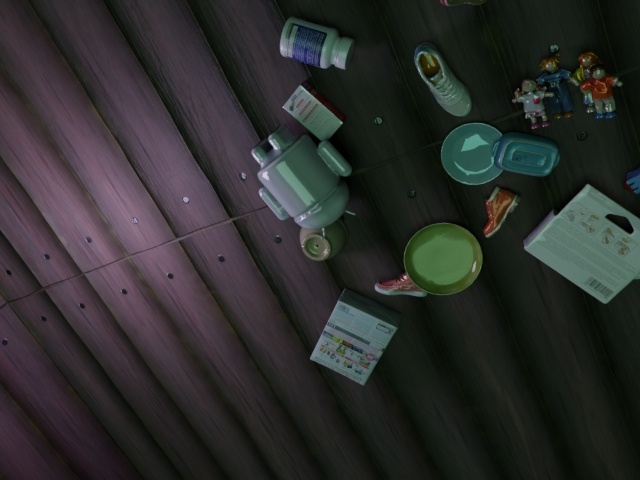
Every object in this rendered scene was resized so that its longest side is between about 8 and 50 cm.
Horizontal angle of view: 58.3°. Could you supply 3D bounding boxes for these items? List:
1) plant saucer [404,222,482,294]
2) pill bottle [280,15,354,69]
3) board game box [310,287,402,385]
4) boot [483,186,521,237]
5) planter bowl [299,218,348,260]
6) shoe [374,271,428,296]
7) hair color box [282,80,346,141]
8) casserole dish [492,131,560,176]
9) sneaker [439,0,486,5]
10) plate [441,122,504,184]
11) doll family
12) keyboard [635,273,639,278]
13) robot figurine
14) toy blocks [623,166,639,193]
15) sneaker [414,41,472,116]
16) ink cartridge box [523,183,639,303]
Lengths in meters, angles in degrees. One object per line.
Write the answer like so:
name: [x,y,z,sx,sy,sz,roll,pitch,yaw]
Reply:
plant saucer: [0.384,0.055,1.808,0.241,0.037,0.240,3,109,7]
pill bottle: [-0.007,-0.538,1.580,0.187,0.112,0.111,19,122,7]
board game box: [0.122,0.345,2.044,0.224,0.097,0.303,26,121,3]
boot: [0.515,-0.085,1.704,0.085,0.059,0.157,29,114,4]
planter bowl: [0.000,0.000,1.882,0.162,0.109,0.161,8,121,14]
shoe: [0.270,0.134,1.900,0.178,0.063,0.081,4,118,9]
hair color box: [-0.017,-0.381,1.707,0.167,0.053,0.093,40,123,-8]
casserole dish: [0.574,-0.234,1.592,0.189,0.037,0.114,11,118,1]
sneaker: [0.363,-0.621,1.464,0.119,0.067,0.042,-9,116,-11]
plate: [0.442,-0.250,1.650,0.188,0.024,0.188,7,120,13]
doll family: [0.635,-0.398,1.471,0.263,0.118,0.163,-2,125,39]
keyboard: [0.894,0.085,1.702,0.256,0.014,0.072,-7,111,21]
robot figurine: [-0.049,-0.178,1.743,0.300,0.199,0.353,-32,105,31]
toy blocks: [0.984,-0.102,1.490,0.381,0.190,0.261,46,133,-9]
sneaker: [0.327,-0.424,1.550,0.087,0.092,0.228,-34,105,28]
ink cartridge box: [0.790,0.004,1.650,0.296,0.066,0.261,34,120,-1]
